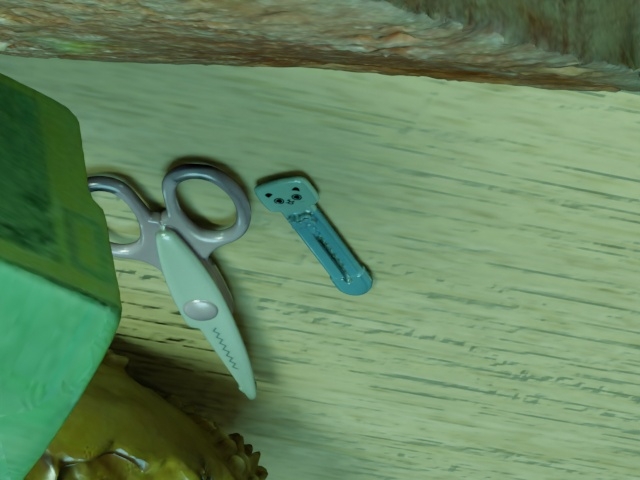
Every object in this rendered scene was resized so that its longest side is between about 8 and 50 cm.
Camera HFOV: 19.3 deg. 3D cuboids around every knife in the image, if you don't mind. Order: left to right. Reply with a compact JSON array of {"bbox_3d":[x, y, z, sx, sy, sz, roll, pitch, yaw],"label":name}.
[{"bbox_3d":[0.000,0.000,0.876,0.027,0.010,0.096,-12,142,23],"label":"knife"}]

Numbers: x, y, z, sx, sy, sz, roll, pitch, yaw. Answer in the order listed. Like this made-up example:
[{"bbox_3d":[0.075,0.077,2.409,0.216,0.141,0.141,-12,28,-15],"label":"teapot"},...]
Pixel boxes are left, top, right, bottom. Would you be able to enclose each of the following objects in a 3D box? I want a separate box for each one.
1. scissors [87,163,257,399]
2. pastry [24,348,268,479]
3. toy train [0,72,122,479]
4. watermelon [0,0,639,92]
[{"bbox_3d":[-0.059,0.023,0.905,0.085,0.022,0.176,-8,140,12],"label":"scissors"},{"bbox_3d":[-0.173,0.157,0.989,0.311,0.162,0.255,-33,121,28],"label":"pastry"},{"bbox_3d":[-0.248,-0.065,0.590,0.369,0.237,0.150,25,114,-27],"label":"toy train"},{"bbox_3d":[-0.046,-0.098,0.468,0.292,0.250,0.283,48,144,-3],"label":"watermelon"}]
